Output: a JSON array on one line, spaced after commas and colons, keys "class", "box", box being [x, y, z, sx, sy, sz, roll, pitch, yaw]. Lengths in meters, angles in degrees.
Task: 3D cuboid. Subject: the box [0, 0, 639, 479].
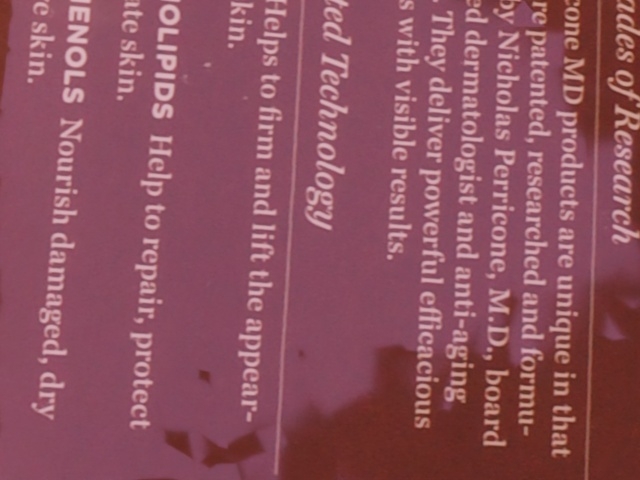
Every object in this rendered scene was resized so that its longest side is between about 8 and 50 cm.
[{"class": "box", "box": [0.000, 0.000, 0.498, 0.203, 0.168, 0.167, 4, 80, -10]}]
